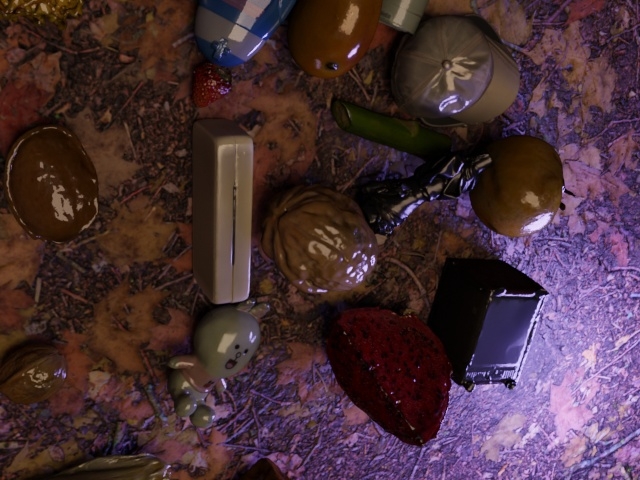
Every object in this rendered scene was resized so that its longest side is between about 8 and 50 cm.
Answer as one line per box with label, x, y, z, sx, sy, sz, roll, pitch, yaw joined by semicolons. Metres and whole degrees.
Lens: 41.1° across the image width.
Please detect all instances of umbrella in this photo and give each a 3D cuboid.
umbrella;0.203;-0.103;1.642;0.272;0.110;0.122;-25;128;8

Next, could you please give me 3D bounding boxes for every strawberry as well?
strawberry;-0.190;-0.262;1.437;0.083;0.073;0.073;-39;128;23

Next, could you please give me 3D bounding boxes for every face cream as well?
face cream;-0.115;-0.406;1.386;0.149;0.083;0.264;27;100;-9

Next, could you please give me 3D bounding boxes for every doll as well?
doll;-0.205;0.216;1.634;0.155;0.113;0.275;31;90;-43

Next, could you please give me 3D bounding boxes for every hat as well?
hat;0.265;-0.305;1.597;0.275;0.161;0.232;16;109;-36

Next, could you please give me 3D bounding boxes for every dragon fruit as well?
dragon fruit;0.148;0.265;1.801;0.205;0.152;0.317;-33;87;-35

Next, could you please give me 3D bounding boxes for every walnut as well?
walnut;0.000;0.000;1.581;0.198;0.198;0.245;-49;133;1
walnut;-0.504;0.233;1.488;0.124;0.105;0.105;-31;123;-11

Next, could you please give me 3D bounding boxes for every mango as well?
mango;0.032;-0.394;1.418;0.139;0.175;0.254;9;108;-30

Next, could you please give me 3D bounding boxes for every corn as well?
corn;-0.426;0.494;1.635;0.305;0.123;0.122;-12;139;-22

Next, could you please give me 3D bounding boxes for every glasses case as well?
glasses case;-0.175;-0.050;1.503;0.070;0.131;0.312;-8;116;-24

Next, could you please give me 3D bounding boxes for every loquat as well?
loquat;0.402;-0.109;1.731;0.213;0.213;0.213;-11;118;-22

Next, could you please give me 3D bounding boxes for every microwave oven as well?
microwave oven;0.361;0.177;1.860;0.188;0.178;0.247;5;111;-26

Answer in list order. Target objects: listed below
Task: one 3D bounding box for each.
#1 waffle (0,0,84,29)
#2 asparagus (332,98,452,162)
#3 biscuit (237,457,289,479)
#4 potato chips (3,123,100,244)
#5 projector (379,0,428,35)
waffle;-0.425;-0.429;1.246;0.232;0.051;0.228;10;105;-31
asparagus;0.138;-0.206;1.630;0.278;0.060;0.067;12;142;-30
biscuit;-0.118;0.688;1.732;0.343;0.395;0.166;-38;135;-7
potato chips;-0.441;-0.090;1.397;0.150;0.049;0.201;-30;121;-18
projector;0.183;-0.529;1.473;0.108;0.108;0.337;16;105;-32
